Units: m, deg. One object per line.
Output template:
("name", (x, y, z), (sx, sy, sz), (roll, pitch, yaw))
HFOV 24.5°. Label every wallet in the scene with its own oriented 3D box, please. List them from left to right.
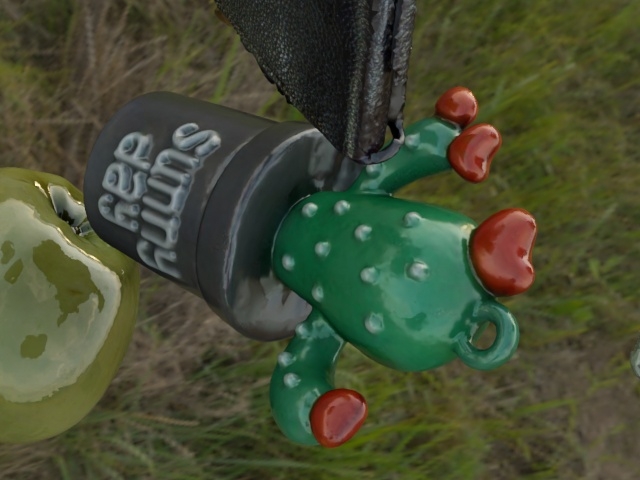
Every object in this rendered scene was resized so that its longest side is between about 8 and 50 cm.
("wallet", (-0.018, -0.208, 0.993), (0.071, 0.221, 0.262), (-27, 53, -23))

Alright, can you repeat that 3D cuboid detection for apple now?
("apple", (-0.296, 0.063, 1.438), (0.262, 0.262, 0.262), (11, 69, -31))

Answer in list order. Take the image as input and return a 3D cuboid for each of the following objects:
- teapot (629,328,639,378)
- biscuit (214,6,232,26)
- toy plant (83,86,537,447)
("teapot", (0.350, 0.060, 1.329), (0.077, 0.107, 0.200), (-36, 143, -65))
("biscuit", (-0.007, -0.390, 1.915), (0.107, 0.326, 0.326), (40, 57, -14))
("toy plant", (-0.008, 0.010, 1.177), (0.279, 0.400, 0.185), (-50, 143, -26))
